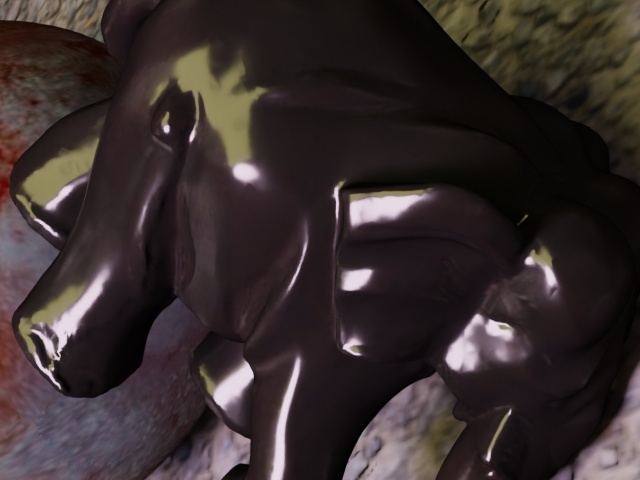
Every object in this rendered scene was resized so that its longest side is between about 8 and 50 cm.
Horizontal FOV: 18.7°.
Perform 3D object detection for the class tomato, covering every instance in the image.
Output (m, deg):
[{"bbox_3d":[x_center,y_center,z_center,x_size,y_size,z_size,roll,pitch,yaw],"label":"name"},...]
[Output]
[{"bbox_3d":[-0.203,0.024,1.191,0.282,0.316,0.317,1,78,46],"label":"tomato"}]

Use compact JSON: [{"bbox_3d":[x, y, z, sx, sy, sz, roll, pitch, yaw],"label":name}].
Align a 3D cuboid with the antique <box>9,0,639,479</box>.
[{"bbox_3d":[0.000,0.000,0.935,0.322,0.185,0.255,48,115,7],"label":"antique"}]
